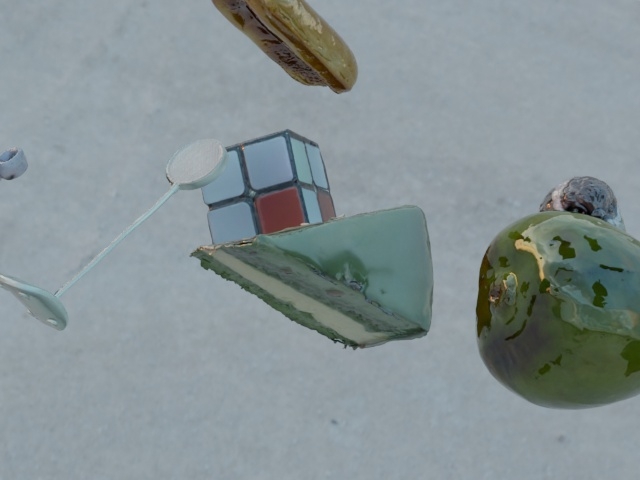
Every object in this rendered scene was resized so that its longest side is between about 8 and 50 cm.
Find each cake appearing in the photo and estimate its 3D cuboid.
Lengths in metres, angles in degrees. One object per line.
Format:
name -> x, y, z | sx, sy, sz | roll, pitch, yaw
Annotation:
cake -> -0.004, 0.000, 1.434 | 0.284, 0.158, 0.172 | 29, 60, -35

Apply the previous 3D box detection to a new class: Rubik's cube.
Rubik's cube -> -0.082, -0.064, 1.917 | 0.183, 0.167, 0.180 | 17, 59, -71

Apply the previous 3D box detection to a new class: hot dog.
hot dog -> -0.033, -0.240, 1.336 | 0.100, 0.068, 0.249 | 19, -9, 32

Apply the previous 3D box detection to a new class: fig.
fig -> 0.275, 0.074, 1.208 | 0.225, 0.203, 0.203 | 7, 38, -17

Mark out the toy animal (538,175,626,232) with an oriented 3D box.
toy animal -> 0.283, -0.031, 1.324 | 0.098, 0.098, 0.137 | 9, 15, -17

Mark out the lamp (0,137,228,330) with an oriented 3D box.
lamp -> -0.145, -0.018, 0.862 | 0.050, 0.056, 0.198 | 20, 58, 40

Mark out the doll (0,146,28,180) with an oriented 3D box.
doll -> -0.433, -0.045, 1.049 | 0.365, 0.094, 0.160 | -9, 31, 7
